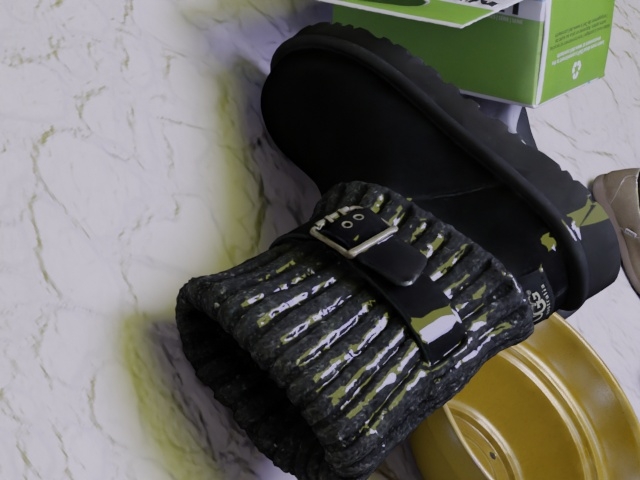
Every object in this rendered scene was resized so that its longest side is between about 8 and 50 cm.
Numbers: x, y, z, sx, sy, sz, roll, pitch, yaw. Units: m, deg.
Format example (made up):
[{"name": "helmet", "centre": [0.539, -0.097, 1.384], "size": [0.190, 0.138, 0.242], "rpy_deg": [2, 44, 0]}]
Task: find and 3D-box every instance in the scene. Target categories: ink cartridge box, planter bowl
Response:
[{"name": "ink cartridge box", "centre": [0.084, -0.160, 1.456], "size": [0.255, 0.188, 0.097], "rpy_deg": [-28, 127, -53]}, {"name": "planter bowl", "centre": [0.129, 0.141, 1.367], "size": [0.217, 0.090, 0.217], "rpy_deg": [30, 38, -27]}]

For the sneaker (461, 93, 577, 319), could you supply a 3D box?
[{"name": "sneaker", "centre": [0.135, -0.036, 1.531], "size": [0.296, 0.104, 0.147], "rpy_deg": [-104, 176, -58]}]

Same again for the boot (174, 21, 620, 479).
[{"name": "boot", "centre": [0.000, -0.003, 1.299], "size": [0.260, 0.348, 0.131], "rpy_deg": [-34, 133, -19]}]

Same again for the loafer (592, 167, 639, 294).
[{"name": "loafer", "centre": [0.294, -0.001, 1.714], "size": [0.056, 0.050, 0.148], "rpy_deg": [-18, 77, -54]}]
